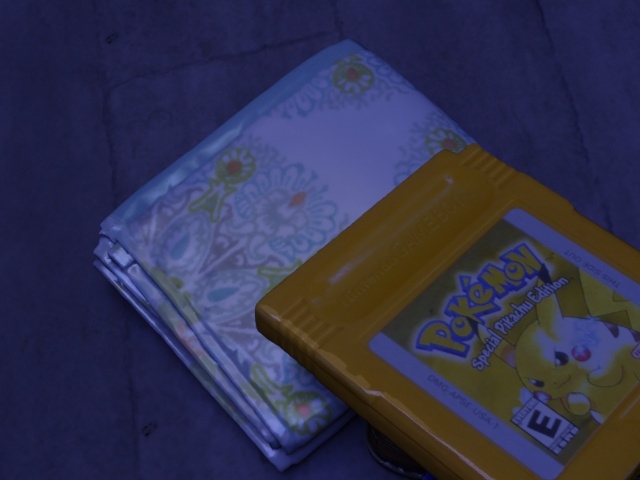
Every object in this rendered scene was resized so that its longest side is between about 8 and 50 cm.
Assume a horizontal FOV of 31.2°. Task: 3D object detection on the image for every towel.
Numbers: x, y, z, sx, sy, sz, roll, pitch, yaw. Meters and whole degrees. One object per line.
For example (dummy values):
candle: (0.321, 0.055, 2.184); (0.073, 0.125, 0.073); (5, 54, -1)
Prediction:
towel: (0.000, 0.000, 1.146); (0.374, 0.090, 0.320); (-40, 67, -11)

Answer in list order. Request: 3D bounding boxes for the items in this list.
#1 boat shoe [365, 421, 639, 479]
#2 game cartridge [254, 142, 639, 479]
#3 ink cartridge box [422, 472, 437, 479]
boat shoe: (0.188, 0.156, 1.020); (0.307, 0.104, 0.110); (-2, 63, 8)
game cartridge: (0.155, 0.073, 0.971); (0.324, 0.052, 0.285); (37, 59, 23)
ink cartridge box: (0.083, 0.336, 0.859); (0.176, 0.069, 0.371); (29, 71, 15)
